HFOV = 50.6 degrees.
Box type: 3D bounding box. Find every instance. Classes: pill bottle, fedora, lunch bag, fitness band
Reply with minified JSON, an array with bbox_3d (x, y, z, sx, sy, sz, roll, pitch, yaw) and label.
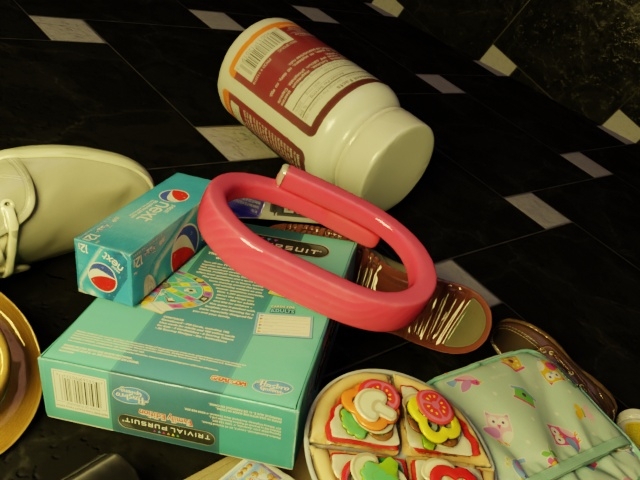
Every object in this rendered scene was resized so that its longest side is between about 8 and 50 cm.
[{"bbox_3d":[0.008,-0.234,1.269,0.224,0.224,0.392,-15,48,-46],"label":"pill bottle"},{"bbox_3d":[-0.337,0.107,0.606,0.194,0.079,0.194,18,55,-28],"label":"fedora"},{"bbox_3d":[0.424,0.280,0.902,0.065,0.065,0.116,26,32,5],"label":"pill bottle"},{"bbox_3d":[0.241,0.247,0.793,0.279,0.108,0.224,-6,41,-38],"label":"lunch bag"},{"bbox_3d":[0.000,0.000,0.793,0.291,0.054,0.209,25,30,-4],"label":"fitness band"}]

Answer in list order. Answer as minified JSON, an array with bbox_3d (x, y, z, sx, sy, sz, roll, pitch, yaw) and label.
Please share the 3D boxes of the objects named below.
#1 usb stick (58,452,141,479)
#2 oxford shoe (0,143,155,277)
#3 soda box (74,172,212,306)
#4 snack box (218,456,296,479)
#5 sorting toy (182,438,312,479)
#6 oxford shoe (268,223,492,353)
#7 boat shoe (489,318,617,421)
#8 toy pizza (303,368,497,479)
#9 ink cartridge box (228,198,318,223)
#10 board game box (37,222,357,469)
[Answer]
[{"bbox_3d":[-0.232,0.244,0.501,0.077,0.045,0.278,61,26,5],"label":"usb stick"},{"bbox_3d":[-0.387,-0.002,0.725,0.449,0.169,0.130,-12,45,-34],"label":"oxford shoe"},{"bbox_3d":[-0.189,-0.008,0.787,0.071,0.067,0.210,14,30,15],"label":"soda box"},{"bbox_3d":[-0.009,0.254,0.599,0.178,0.022,0.064,25,23,21],"label":"snack box"},{"bbox_3d":[0.024,0.292,0.620,0.307,0.041,0.229,32,27,34],"label":"sorting toy"},{"bbox_3d":[0.070,0.073,0.982,0.348,0.123,0.130,24,0,10],"label":"oxford shoe"},{"bbox_3d":[0.327,0.191,0.967,0.207,0.073,0.073,38,33,24],"label":"boat shoe"},{"bbox_3d":[0.082,0.201,0.643,0.201,0.032,0.201,15,40,-13],"label":"toy pizza"},{"bbox_3d":[-0.080,-0.059,1.033,0.208,0.045,0.206,2,8,-29],"label":"ink cartridge box"},{"bbox_3d":[-0.111,0.088,0.777,0.254,0.079,0.336,10,28,8],"label":"board game box"}]
